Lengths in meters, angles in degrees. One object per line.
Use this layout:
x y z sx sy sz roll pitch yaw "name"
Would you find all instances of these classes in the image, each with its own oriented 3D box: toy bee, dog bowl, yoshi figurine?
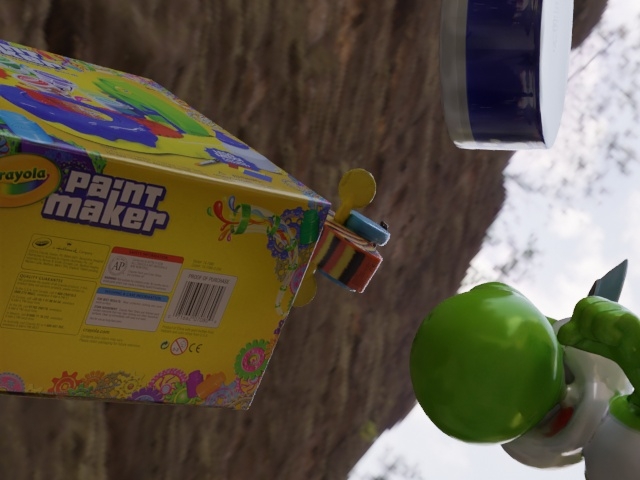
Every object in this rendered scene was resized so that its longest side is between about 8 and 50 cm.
0.000 0.000 1.857 0.162 0.195 0.298 30 -14 -1 "toy bee"
0.205 -0.230 1.469 0.104 0.265 0.265 4 -50 17 "dog bowl"
0.191 0.145 0.927 0.362 0.203 0.203 37 -21 38 "yoshi figurine"

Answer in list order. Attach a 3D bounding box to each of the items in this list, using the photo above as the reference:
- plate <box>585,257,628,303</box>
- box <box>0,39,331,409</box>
0.266 0.101 1.373 0.024 0.188 0.188 22 -40 8 "plate"
-0.205 -0.025 0.996 0.279 0.290 0.177 35 -72 45 "box"
